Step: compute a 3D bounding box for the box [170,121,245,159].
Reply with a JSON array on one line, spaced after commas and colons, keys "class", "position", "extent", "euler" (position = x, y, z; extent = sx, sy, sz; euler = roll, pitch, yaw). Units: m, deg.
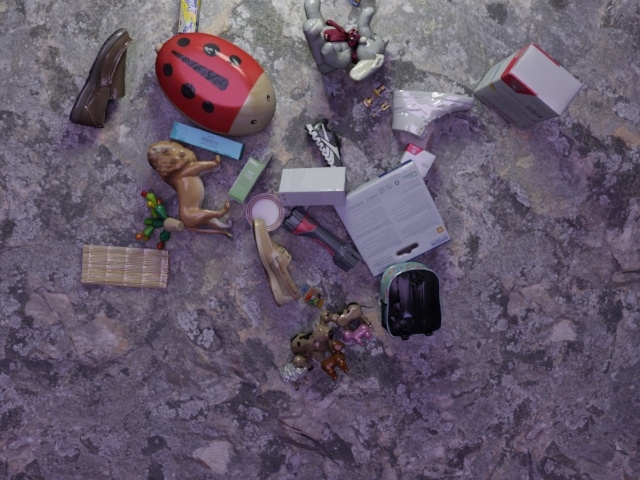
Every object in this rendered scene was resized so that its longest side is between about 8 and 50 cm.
[{"class": "box", "position": [-0.393, -0.349, 1.761], "extent": [0.244, 0.100, 0.060], "euler": [18, 97, -5]}]

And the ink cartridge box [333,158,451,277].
[{"class": "ink cartridge box", "position": [0.260, -0.076, 1.821], "extent": [0.323, 0.071, 0.330], "euler": [-27, 108, 10]}]

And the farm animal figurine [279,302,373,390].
[{"class": "farm animal figurine", "position": [0.012, 0.356, 1.823], "extent": [0.326, 0.330, 0.172], "euler": [-28, 102, 29]}]

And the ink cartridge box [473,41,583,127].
[{"class": "ink cartridge box", "position": [0.693, -0.516, 1.702], "extent": [0.226, 0.306, 0.131], "euler": [36, 93, -7]}]

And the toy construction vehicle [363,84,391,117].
[{"class": "toy construction vehicle", "position": [0.210, -0.506, 1.810], "extent": [0.098, 0.035, 0.086], "euler": [-35, 98, 1]}]

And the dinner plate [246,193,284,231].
[{"class": "dinner plate", "position": [-0.203, -0.103, 1.846], "extent": [0.141, 0.017, 0.142], "euler": [0, 97, -3]}]

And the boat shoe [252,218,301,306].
[{"class": "boat shoe", "position": [-0.162, 0.071, 1.827], "extent": [0.110, 0.122, 0.342], "euler": [-18, 108, -6]}]

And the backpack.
[{"class": "backpack", "position": [0.326, 0.205, 1.829], "extent": [0.224, 0.191, 0.254], "euler": [-6, 108, -8]}]

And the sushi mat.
[{"class": "sushi mat", "position": [-0.717, 0.099, 1.840], "extent": [0.315, 0.019, 0.152], "euler": [4, 96, -4]}]

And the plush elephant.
[{"class": "plush elephant", "position": [0.102, -0.659, 1.677], "extent": [0.255, 0.272, 0.330], "euler": [-13, 127, 11]}]

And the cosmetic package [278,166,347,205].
[{"class": "cosmetic package", "position": [-0.024, -0.190, 1.766], "extent": [0.230, 0.086, 0.118], "euler": [1, 55, 9]}]

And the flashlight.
[{"class": "flashlight", "position": [0.000, 0.000, 1.837], "extent": [0.304, 0.103, 0.103], "euler": [40, 89, -12]}]

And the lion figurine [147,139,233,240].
[{"class": "lion figurine", "position": [-0.453, -0.167, 1.755], "extent": [0.239, 0.142, 0.393], "euler": [-13, 93, -11]}]

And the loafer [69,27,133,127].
[{"class": "loafer", "position": [-0.727, -0.547, 1.716], "extent": [0.130, 0.134, 0.366], "euler": [26, 106, -29]}]

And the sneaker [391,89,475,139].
[{"class": "sneaker", "position": [0.400, -0.445, 1.801], "extent": [0.292, 0.108, 0.169], "euler": [4, 99, 6]}]

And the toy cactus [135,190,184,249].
[{"class": "toy cactus", "position": [-0.566, -0.062, 1.764], "extent": [0.180, 0.112, 0.219], "euler": [8, 106, 28]}]

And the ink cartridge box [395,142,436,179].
[{"class": "ink cartridge box", "position": [0.336, -0.265, 1.834], "extent": [0.109, 0.063, 0.151], "euler": [28, 96, -6]}]

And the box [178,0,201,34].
[{"class": "box", "position": [-0.448, -0.793, 1.723], "extent": [0.059, 0.054, 0.169], "euler": [8, 96, -5]}]

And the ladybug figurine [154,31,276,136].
[{"class": "ladybug figurine", "position": [-0.359, -0.532, 1.681], "extent": [0.448, 0.162, 0.305], "euler": [27, 92, -7]}]

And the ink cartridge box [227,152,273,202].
[{"class": "ink cartridge box", "position": [-0.247, -0.238, 1.778], "extent": [0.062, 0.109, 0.209], "euler": [32, 94, -9]}]

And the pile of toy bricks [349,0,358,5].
[{"class": "pile of toy bricks", "position": [0.072, -0.899, 1.715], "extent": [0.212, 0.105, 0.118], "euler": [30, 95, -7]}]

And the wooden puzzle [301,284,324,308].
[{"class": "wooden puzzle", "position": [-0.028, 0.213, 1.875], "extent": [0.116, 0.014, 0.079], "euler": [27, 90, -34]}]

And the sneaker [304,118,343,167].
[{"class": "sneaker", "position": [0.044, -0.338, 1.800], "extent": [0.106, 0.078, 0.234], "euler": [-32, 96, 3]}]
